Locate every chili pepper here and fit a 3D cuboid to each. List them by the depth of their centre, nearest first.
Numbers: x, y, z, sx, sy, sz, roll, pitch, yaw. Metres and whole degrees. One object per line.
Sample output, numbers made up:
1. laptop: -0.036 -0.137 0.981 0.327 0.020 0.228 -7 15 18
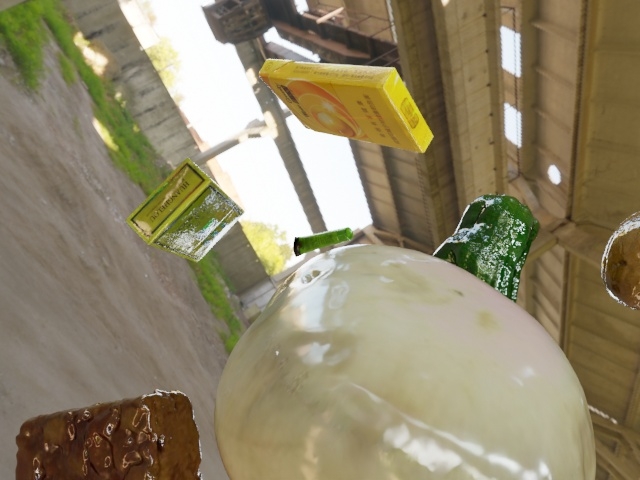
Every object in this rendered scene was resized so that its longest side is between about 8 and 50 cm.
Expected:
1. chili pepper: 0.322 0.074 1.006 0.167 0.385 0.213 28 -2 -5

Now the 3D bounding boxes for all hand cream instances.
1. hand cream: 0.000 0.000 0.778 0.023 0.122 0.036 7 73 -50

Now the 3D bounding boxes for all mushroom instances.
1. mushroom: 0.053 0.157 0.466 0.325 0.353 0.353 40 3 -35

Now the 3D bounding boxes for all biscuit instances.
1. biscuit: -0.393 0.472 0.880 0.166 0.395 0.343 10 67 -61

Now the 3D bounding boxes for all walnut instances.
1. walnut: 0.631 0.034 0.880 0.167 0.207 0.167 19 12 -4

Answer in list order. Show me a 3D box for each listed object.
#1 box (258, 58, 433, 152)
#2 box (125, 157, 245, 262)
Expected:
1. box: 0.033 -0.215 0.738 0.269 0.043 0.152 22 -13 42
2. box: -0.223 -0.042 0.817 0.064 0.141 0.220 42 -3 12
